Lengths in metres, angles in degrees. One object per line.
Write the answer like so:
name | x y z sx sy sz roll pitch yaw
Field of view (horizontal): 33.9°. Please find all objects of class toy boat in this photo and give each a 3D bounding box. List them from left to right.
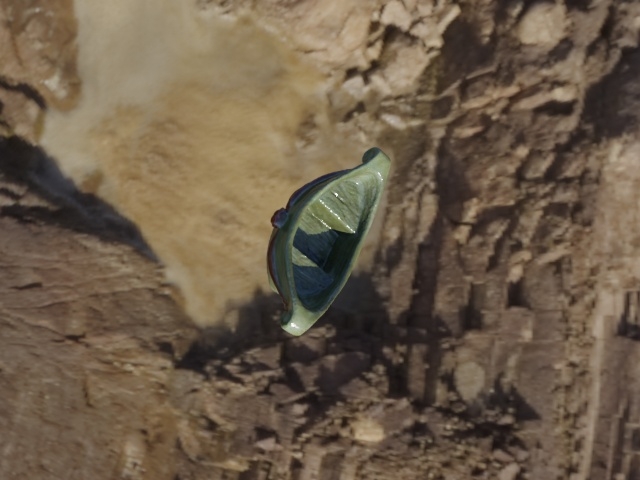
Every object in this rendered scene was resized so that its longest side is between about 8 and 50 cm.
toy boat | 0.000 -0.001 0.909 0.089 0.071 0.185 39 65 -29
